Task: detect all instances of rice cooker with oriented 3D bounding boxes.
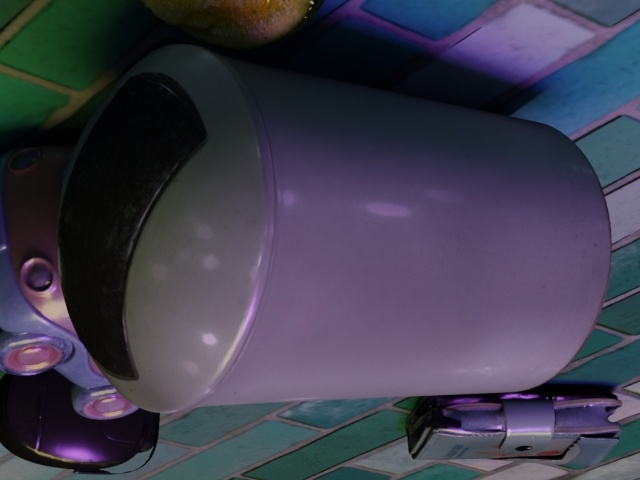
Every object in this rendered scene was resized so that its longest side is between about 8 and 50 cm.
[{"bbox_3d":[-0.284,0.200,1.955,0.203,0.142,0.118,15,162,-28],"label":"rice cooker"}]

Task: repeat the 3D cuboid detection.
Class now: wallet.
[{"bbox_3d":[0.243,0.238,2.135,0.250,0.075,0.176,2,159,-7],"label":"wallet"}]

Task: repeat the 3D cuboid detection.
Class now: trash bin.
[{"bbox_3d":[0.000,0.000,1.366,0.432,0.280,0.280,5,155,-36],"label":"trash bin"}]

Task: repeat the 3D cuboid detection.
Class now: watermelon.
[{"bbox_3d":[-0.040,-0.201,1.279,0.181,0.075,0.092,-25,101,37],"label":"watermelon"}]

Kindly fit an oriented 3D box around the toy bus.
[{"bbox_3d":[-0.173,0.019,1.556,0.231,0.197,0.294,-21,148,15],"label":"toy bus"}]
